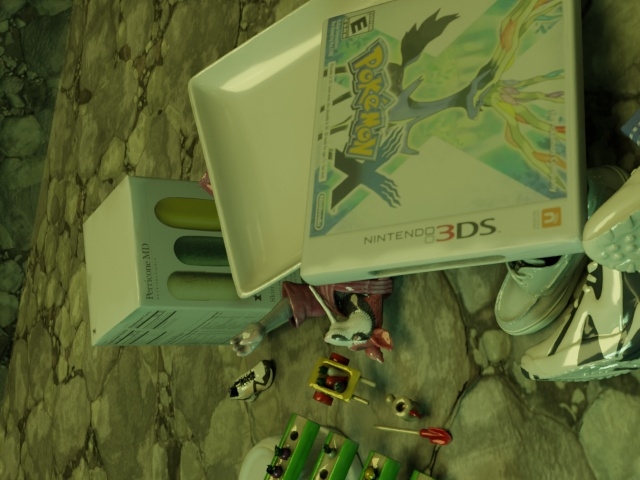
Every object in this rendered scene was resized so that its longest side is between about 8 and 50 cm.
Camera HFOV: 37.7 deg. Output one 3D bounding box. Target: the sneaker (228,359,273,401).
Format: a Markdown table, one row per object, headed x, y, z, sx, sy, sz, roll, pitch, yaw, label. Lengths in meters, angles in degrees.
| x | y | z | sx | sy | sz | roll | pitch | yaw | label |
| --- | --- | --- | --- | --- | --- | --- | --- | --- | --- |
| -0.113 | 0.232 | 1.535 | 0.109 | 0.043 | 0.040 | -53 | 43 | 38 | sneaker |

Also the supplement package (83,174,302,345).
| x | y | z | sx | sy | sz | roll | pitch | yaw | label |
| --- | --- | --- | --- | --- | --- | --- | --- | --- | --- |
| -0.193 | 0.039 | 1.408 | 0.198 | 0.262 | 0.199 | -34 | 59 | 51 | supplement package |

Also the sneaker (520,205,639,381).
| x | y | z | sx | sy | sz | roll | pitch | yaw | label |
| --- | --- | --- | --- | --- | --- | --- | --- | --- | --- |
| 0.279 | 0.042 | 0.899 | 0.235 | 0.094 | 0.153 | -36 | 56 | 50 | sneaker |

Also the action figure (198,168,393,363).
| x | y | z | sx | sy | sz | roll | pitch | yaw | label |
| --- | --- | --- | --- | --- | --- | --- | --- | --- | --- |
| 0.000 | 0.000 | 1.273 | 0.248 | 0.275 | 0.370 | -35 | 82 | 35 | action figure |

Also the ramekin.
| x | y | z | sx | sy | sz | roll | pitch | yaw | label |
| --- | --- | --- | --- | --- | --- | --- | --- | --- | --- |
| -0.034 | 0.369 | 1.335 | 0.207 | 0.109 | 0.207 | -10 | 77 | 56 | ramekin |

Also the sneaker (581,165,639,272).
| x | y | z | sx | sy | sz | roll | pitch | yaw | label |
| --- | --- | --- | --- | --- | --- | --- | --- | --- | --- |
| 0.321 | -0.062 | 0.800 | 0.235 | 0.090 | 0.095 | -33 | 46 | 10 | sneaker |

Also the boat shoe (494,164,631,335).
| x | y | z | sx | sy | sz | roll | pitch | yaw | label |
| --- | --- | --- | --- | --- | --- | --- | --- | --- | --- |
| 0.234 | 0.011 | 0.982 | 0.227 | 0.081 | 0.079 | -61 | 40 | 33 | boat shoe |

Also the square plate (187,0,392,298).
| x | y | z | sx | sy | sz | roll | pitch | yaw | label |
| --- | --- | --- | --- | --- | --- | --- | --- | --- | --- |
| 0.016 | -0.143 | 1.117 | 0.347 | 0.049 | 0.344 | -28 | 57 | 18 | square plate |

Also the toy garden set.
| x | y | z | sx | sy | sz | roll | pitch | yaw | label |
| --- | --- | --- | --- | --- | --- | --- | --- | --- | --- |
| 0.047 | 0.263 | 1.188 | 0.244 | 0.049 | 0.204 | 17 | 78 | 38 | toy garden set |

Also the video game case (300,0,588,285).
| x | y | z | sx | sy | sz | roll | pitch | yaw | label |
| --- | --- | --- | --- | --- | --- | --- | --- | --- | --- |
| 0.124 | -0.125 | 0.983 | 0.300 | 0.036 | 0.329 | -9 | 64 | 29 | video game case |

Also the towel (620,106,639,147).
| x | y | z | sx | sy | sz | roll | pitch | yaw | label |
| --- | --- | --- | --- | --- | --- | --- | --- | --- | --- |
| 0.409 | -0.066 | 0.662 | 0.243 | 0.040 | 0.336 | -40 | 45 | 8 | towel |
